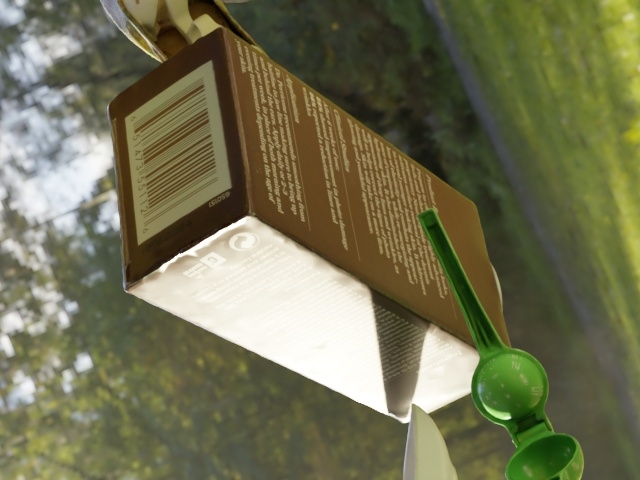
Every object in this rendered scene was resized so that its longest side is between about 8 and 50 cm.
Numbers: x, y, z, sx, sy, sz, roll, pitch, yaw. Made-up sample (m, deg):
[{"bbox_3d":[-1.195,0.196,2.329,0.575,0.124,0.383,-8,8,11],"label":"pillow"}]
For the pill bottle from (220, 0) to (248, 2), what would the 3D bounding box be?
[{"bbox_3d":[-0.052,-0.279,1.168,0.215,0.117,0.117,-77,-28,-44],"label":"pill bottle"}]

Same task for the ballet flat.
[{"bbox_3d":[-0.153,-0.251,1.789,0.348,0.123,0.123,50,175,20],"label":"ballet flat"}]

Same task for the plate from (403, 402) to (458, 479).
[{"bbox_3d":[0.100,0.329,1.338,0.278,0.045,0.277,89,179,-51],"label":"plate"}]

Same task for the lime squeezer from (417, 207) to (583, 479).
[{"bbox_3d":[0.132,0.119,1.069,0.110,0.059,0.310,32,-151,-44],"label":"lime squeezer"}]

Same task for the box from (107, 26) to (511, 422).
[{"bbox_3d":[0.000,0.000,1.284,0.381,0.143,0.191,30,-140,-44],"label":"box"}]
